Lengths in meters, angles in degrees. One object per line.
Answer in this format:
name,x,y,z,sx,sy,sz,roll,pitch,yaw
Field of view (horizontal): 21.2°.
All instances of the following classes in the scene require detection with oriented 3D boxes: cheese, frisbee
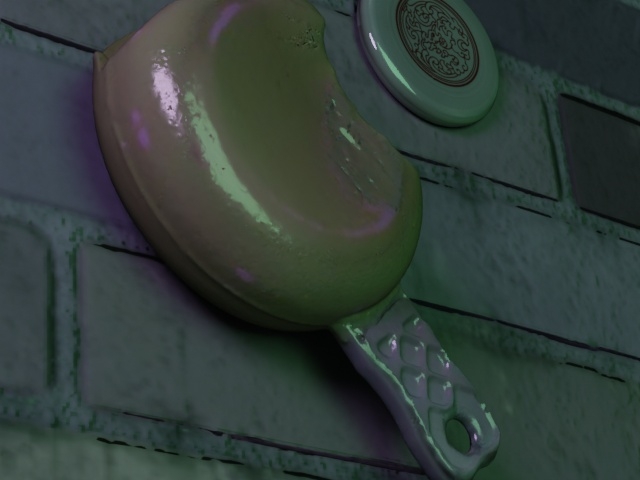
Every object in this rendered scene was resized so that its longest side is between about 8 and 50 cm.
cheese,0.000,0.000,0.868,0.286,0.082,0.163,55,44,-3
frisbee,0.068,-0.119,1.039,0.110,0.014,0.110,21,52,-30
